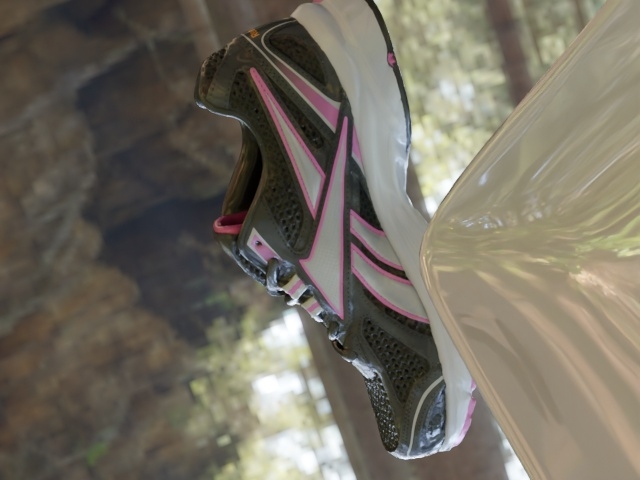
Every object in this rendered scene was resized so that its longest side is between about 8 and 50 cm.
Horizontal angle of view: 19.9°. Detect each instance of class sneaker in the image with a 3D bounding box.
[{"bbox_3d":[0.000,0.000,0.678,0.077,0.178,0.072,-20,-169,-11],"label":"sneaker"}]

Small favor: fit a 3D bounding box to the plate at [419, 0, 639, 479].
[{"bbox_3d":[0.160,0.019,0.354,0.045,0.278,0.277,0,139,-40],"label":"plate"}]
